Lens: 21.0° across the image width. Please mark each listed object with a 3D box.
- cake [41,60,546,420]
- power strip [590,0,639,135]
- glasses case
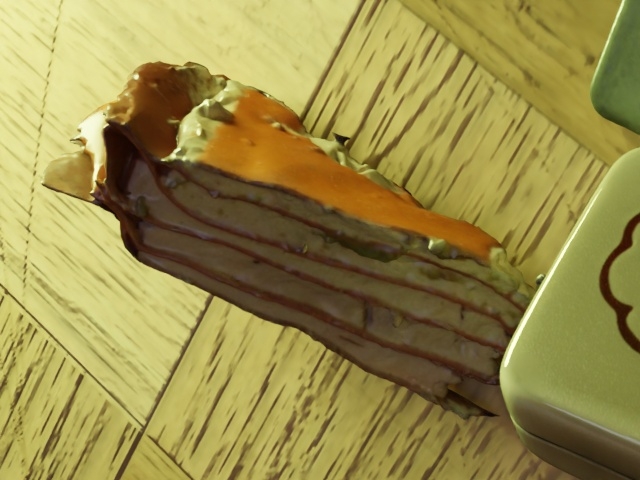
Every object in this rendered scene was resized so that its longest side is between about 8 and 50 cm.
[{"bbox_3d":[0.003,-0.005,0.910,0.287,0.135,0.098,30,114,6],"label":"cake"},{"bbox_3d":[0.207,-0.168,0.732,0.093,0.053,0.288,31,119,28],"label":"power strip"},{"bbox_3d":[0.247,0.078,0.693,0.336,0.076,0.144,21,68,28],"label":"glasses case"}]
